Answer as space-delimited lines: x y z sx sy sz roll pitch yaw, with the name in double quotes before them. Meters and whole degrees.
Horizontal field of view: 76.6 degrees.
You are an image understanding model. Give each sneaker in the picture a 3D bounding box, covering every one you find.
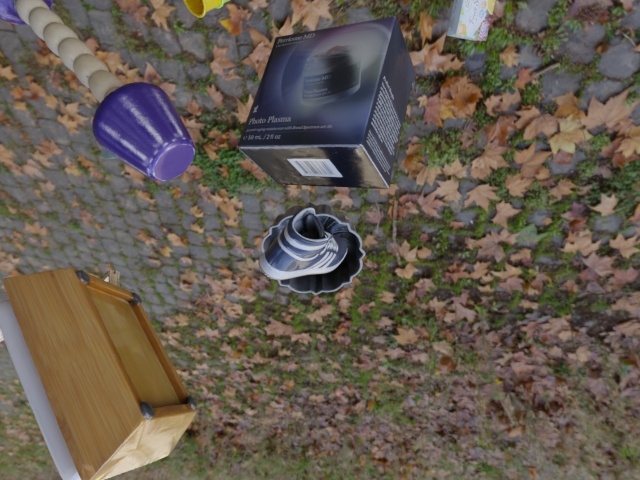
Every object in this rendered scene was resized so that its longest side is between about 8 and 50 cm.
"sneaker" 0.000 0.000 0.938 0.099 0.282 0.153 51 125 20

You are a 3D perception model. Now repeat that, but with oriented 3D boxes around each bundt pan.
"bundt pan" -0.023 0.014 1.316 0.330 0.124 0.331 1 126 2

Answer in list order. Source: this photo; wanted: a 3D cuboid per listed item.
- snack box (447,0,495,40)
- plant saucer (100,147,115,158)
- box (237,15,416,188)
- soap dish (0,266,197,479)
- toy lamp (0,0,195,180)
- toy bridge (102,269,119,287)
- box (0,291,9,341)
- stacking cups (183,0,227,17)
"snack box" 0.366 -0.561 0.967 0.100 0.037 0.141 -4 113 -24
"plant saucer" -0.469 -0.268 1.027 0.194 0.195 0.037 -2 126 19
"box" 0.019 -0.286 0.877 0.296 0.294 0.183 6 162 29
"soap dish" -0.313 0.185 0.599 0.291 0.118 0.229 54 171 19
"toy lamp" -0.223 -0.164 0.390 0.275 0.080 0.080 46 135 14
"toy bridge" -0.415 0.144 0.796 0.026 0.188 0.063 19 140 -40
"box" -0.621 0.166 0.670 0.067 0.324 0.063 41 118 6
"stacking cups" -0.227 -0.711 1.088 0.096 0.316 0.096 33 151 21
